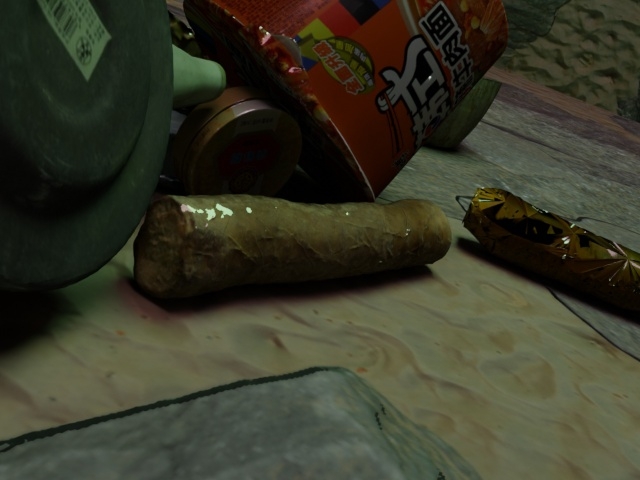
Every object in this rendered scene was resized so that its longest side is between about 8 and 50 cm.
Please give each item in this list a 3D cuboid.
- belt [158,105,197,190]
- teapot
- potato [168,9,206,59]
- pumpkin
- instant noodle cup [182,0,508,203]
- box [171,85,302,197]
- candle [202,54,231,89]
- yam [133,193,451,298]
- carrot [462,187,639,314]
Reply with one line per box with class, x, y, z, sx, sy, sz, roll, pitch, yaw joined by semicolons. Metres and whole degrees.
belt;-0.125;-0.085;0.698;0.105;0.058;0.140;40;24;30
teapot;-0.213;-0.121;0.454;0.239;0.240;0.322;3;35;19
potato;-0.264;-0.218;0.777;0.299;0.116;0.239;34;-3;-42
pumpkin;0.146;-0.196;1.168;0.217;0.110;0.217;6;14;-1
instant noodle cup;0.030;-0.177;0.722;0.250;0.192;0.250;46;-6;6
box;-0.066;-0.071;0.644;0.105;0.106;0.037;-1;39;-44
candle;0.014;-0.220;0.977;0.287;0.132;0.317;-3;23;10
yam;0.000;0.000;0.595;0.299;0.066;0.066;-2;30;-48
carrot;0.247;0.016;0.775;0.228;0.069;0.069;24;21;8
